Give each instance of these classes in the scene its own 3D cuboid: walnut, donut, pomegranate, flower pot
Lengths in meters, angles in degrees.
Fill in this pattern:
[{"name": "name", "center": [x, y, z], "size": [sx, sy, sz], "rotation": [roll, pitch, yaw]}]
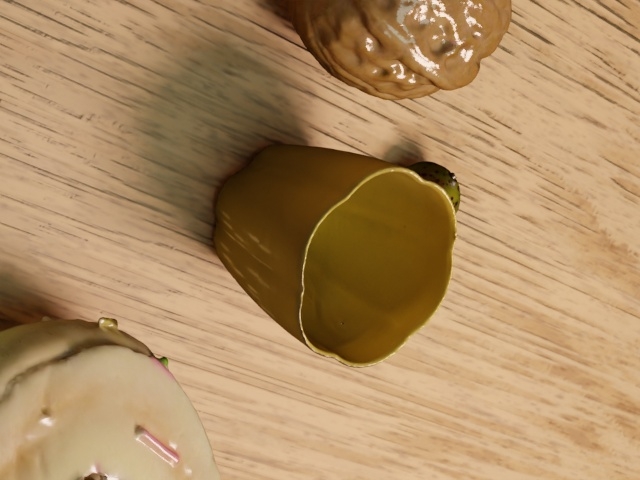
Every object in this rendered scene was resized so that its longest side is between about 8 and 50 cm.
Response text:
[{"name": "walnut", "center": [0.073, -0.223, 1.750], "size": [0.213, 0.213, 0.213], "rotation": [-18, 121, -34]}, {"name": "donut", "center": [-0.240, 0.222, 1.646], "size": [0.371, 0.150, 0.307], "rotation": [-9, 91, -50]}, {"name": "pomegranate", "center": [0.099, -0.042, 1.937], "size": [0.085, 0.073, 0.073], "rotation": [-25, 126, -12]}, {"name": "flower pot", "center": [0.000, 0.000, 1.790], "size": [0.195, 0.179, 0.195], "rotation": [-18, 119, -35]}]
